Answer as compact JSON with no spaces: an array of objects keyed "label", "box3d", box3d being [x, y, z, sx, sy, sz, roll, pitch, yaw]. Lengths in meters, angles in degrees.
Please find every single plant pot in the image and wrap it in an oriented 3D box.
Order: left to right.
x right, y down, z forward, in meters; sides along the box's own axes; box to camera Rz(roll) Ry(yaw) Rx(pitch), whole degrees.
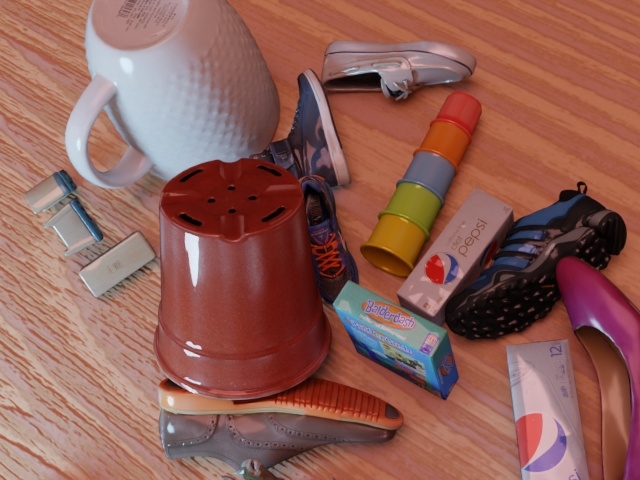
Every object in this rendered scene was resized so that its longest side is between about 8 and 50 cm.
[{"label":"plant pot","box3d":[-0.119,0.041,1.522,0.272,0.265,0.272,0,36,0]}]

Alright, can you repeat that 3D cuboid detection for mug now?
[{"label":"mug","box3d":[-0.265,-0.247,1.707,0.276,0.328,0.374,33,76,24]}]

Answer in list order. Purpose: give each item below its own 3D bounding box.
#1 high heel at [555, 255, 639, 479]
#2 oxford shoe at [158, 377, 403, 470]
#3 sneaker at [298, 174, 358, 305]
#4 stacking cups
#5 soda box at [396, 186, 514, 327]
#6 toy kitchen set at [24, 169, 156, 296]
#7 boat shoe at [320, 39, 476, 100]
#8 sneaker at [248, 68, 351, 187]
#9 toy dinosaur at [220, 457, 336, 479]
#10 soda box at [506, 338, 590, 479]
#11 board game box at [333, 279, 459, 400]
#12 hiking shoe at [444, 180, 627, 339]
[{"label":"high heel","box3d":[0.389,0.208,1.440,0.181,0.127,0.377,-28,73,-12]},{"label":"oxford shoe","box3d":[-0.060,0.279,1.559,0.364,0.130,0.132,4,99,7]},{"label":"sneaker","box3d":[0.000,0.000,1.654,0.083,0.087,0.221,-20,82,5]},{"label":"stacking cups","box3d":[0.177,-0.093,1.682,0.096,0.096,0.316,23,68,21]},{"label":"soda box","box3d":[0.210,0.028,1.621,0.074,0.069,0.216,32,75,24]},{"label":"toy kitchen set","box3d":[-0.387,-0.032,1.786,0.122,0.166,0.207,-34,100,-4]},{"label":"boat shoe","box3d":[0.126,-0.282,1.770,0.267,0.096,0.088,8,72,17]},{"label":"sneaker","box3d":[-0.054,-0.178,1.764,0.163,0.086,0.226,-16,64,2]},{"label":"toy dinosaur","box3d":[-0.004,0.438,1.473,0.160,0.121,0.313,-31,67,10]},{"label":"soda box","box3d":[0.320,0.288,1.462,0.091,0.098,0.286,-7,65,10]},{"label":"board game box","box3d":[0.113,0.146,1.509,0.160,0.210,0.047,27,74,21]},{"label":"hiking shoe","box3d":[0.311,0.038,1.591,0.304,0.113,0.132,-32,39,-2]}]
